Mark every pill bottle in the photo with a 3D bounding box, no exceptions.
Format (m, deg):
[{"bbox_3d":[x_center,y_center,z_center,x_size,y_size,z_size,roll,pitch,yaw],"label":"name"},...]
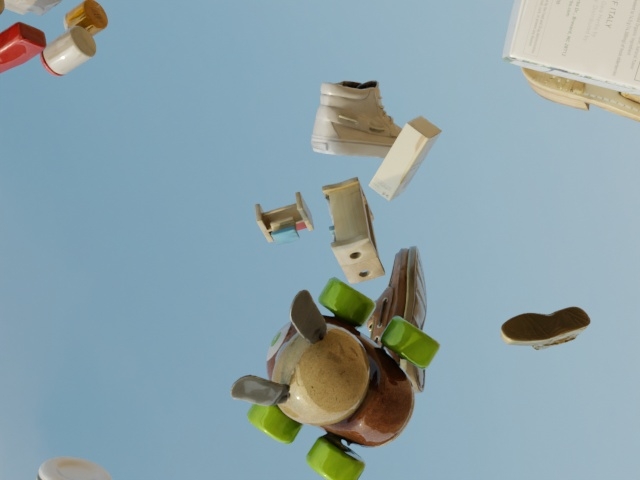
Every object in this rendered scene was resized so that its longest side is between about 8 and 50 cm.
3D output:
[{"bbox_3d":[-0.358,0.401,1.547,0.103,0.103,0.184,4,-74,-54],"label":"pill bottle"}]

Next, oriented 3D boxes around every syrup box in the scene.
[{"bbox_3d":[0.237,-0.126,0.677,0.093,0.236,0.096,-50,-26,-79],"label":"syrup box"}]

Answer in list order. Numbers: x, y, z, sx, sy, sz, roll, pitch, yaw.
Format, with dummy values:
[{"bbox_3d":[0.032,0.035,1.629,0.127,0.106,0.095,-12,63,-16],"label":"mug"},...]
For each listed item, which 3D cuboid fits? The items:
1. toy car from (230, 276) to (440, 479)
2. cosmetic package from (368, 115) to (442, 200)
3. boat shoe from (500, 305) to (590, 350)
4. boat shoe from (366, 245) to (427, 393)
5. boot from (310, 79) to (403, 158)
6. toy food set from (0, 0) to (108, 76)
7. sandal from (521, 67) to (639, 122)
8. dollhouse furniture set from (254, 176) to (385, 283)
[{"bbox_3d":[-0.010,0.107,0.956,0.155,0.149,0.188,-58,-31,-2],"label":"toy car"},{"bbox_3d":[0.121,-0.117,1.597,0.041,0.115,0.060,38,-149,11],"label":"cosmetic package"},{"bbox_3d":[0.298,0.124,1.495,0.135,0.045,0.050,-6,-133,-22],"label":"boat shoe"},{"bbox_3d":[0.126,0.132,1.960,0.307,0.104,0.111,-81,-24,-44],"label":"boat shoe"},{"bbox_3d":[0.094,-0.201,1.846,0.258,0.095,0.124,-2,-77,-48],"label":"boot"},{"bbox_3d":[-0.344,-0.234,1.217,0.232,0.104,0.111,11,-122,-56],"label":"toy food set"},{"bbox_3d":[0.256,-0.134,0.839,0.079,0.240,0.088,41,-113,-55],"label":"sandal"},{"bbox_3d":[0.000,0.000,1.906,0.129,0.183,0.129,62,-165,-54],"label":"dollhouse furniture set"}]
